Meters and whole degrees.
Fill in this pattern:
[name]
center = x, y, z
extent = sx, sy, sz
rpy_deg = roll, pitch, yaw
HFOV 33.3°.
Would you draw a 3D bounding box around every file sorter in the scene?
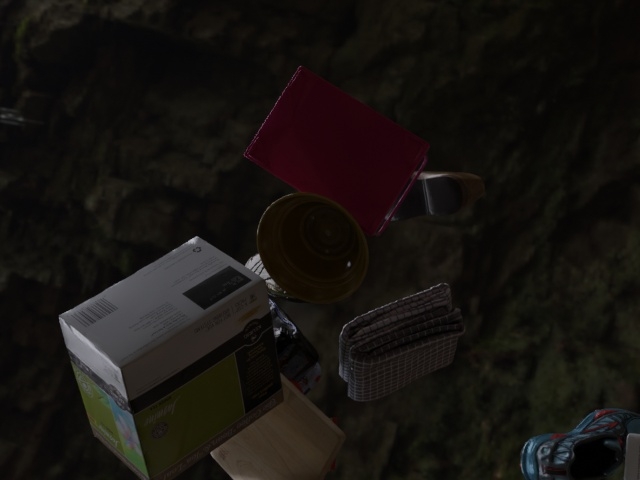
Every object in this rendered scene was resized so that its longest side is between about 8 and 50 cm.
[file sorter]
center = 0.041, -0.162, 2.083
extent = 0.202, 0.290, 0.182
rpy_deg = -57, -10, 0

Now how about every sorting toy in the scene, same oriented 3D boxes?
[sorting toy]
center = -0.073, 0.419, 2.214
extent = 0.089, 0.257, 0.256
rpy_deg = 0, -57, -52

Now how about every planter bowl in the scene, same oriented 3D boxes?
[planter bowl]
center = 0.000, 0.000, 1.955
extent = 0.090, 0.217, 0.217
rpy_deg = -45, -42, -58

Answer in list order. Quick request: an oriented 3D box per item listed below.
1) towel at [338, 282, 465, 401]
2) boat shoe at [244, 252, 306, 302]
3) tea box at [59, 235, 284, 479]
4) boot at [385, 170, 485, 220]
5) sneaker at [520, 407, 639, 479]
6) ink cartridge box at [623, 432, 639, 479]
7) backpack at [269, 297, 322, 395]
[towel]
center = 0.184, 0.241, 2.397
extent = 0.283, 0.121, 0.235
rpy_deg = -20, -31, -10
[boat shoe]
center = -0.080, 0.084, 2.185
extent = 0.080, 0.223, 0.073
rpy_deg = -53, -56, -13
[tea box]
center = -0.271, 0.228, 2.024
extent = 0.329, 0.220, 0.324
rpy_deg = -31, -48, -31
[boot]
center = 0.206, -0.103, 2.249
extent = 0.115, 0.305, 0.112
rpy_deg = -18, -72, -45
[sneaker]
center = 0.455, 0.348, 1.732
extent = 0.261, 0.125, 0.104
rpy_deg = -15, -84, -31
[ink cartridge box]
center = 0.610, 0.410, 1.632
extent = 0.114, 0.272, 0.197
rpy_deg = 24, -110, -56
[backpack]
center = -0.148, 0.282, 2.399
extent = 0.263, 0.276, 0.213
rpy_deg = -41, -60, -4
